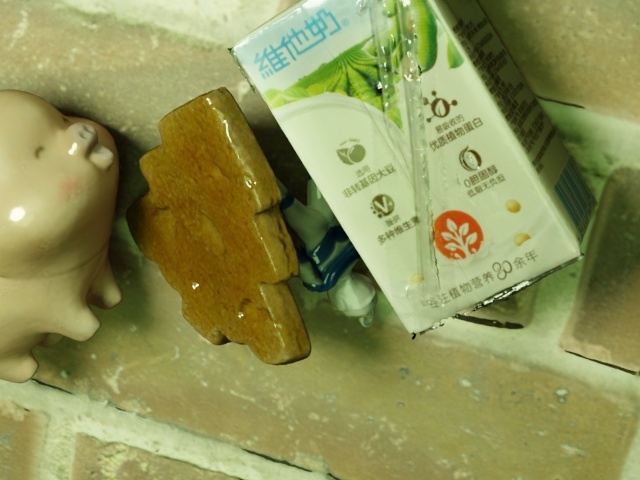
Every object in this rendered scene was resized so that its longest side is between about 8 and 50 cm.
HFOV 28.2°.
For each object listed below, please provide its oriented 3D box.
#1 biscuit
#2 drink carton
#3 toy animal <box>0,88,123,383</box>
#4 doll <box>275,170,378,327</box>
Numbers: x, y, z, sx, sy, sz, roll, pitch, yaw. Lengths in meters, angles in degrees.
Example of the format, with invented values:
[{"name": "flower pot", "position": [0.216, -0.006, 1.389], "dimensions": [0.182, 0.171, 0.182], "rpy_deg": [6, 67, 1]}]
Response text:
[{"name": "biscuit", "position": [-0.094, -0.019, 1.235], "dimensions": [0.278, 0.043, 0.302], "rpy_deg": [42, 141, 30]}, {"name": "drink carton", "position": [0.094, -0.100, 1.177], "dimensions": [0.194, 0.132, 0.325], "rpy_deg": [-28, 100, 26]}, {"name": "toy animal", "position": [-0.324, -0.006, 1.316], "dimensions": [0.269, 0.237, 0.326], "rpy_deg": [42, 121, -16]}, {"name": "doll", "position": [0.000, 0.000, 1.271], "dimensions": [0.057, 0.114, 0.227], "rpy_deg": [-1, 123, 46]}]
